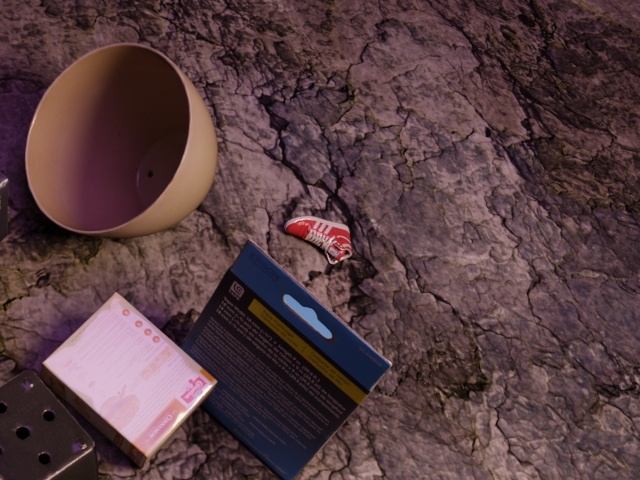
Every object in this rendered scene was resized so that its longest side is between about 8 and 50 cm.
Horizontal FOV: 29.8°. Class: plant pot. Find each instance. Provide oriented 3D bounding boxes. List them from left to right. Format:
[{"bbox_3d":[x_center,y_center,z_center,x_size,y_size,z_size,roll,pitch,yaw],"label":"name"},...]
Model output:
[{"bbox_3d":[-0.372,0.267,1.431,0.187,0.167,0.188,47,45,11],"label":"plant pot"},{"bbox_3d":[-0.261,-0.123,1.770,0.191,0.284,0.284,29,31,-59],"label":"plant pot"}]

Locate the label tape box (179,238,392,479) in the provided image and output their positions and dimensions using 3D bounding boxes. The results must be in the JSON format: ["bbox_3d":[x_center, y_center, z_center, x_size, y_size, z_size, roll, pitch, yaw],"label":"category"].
[{"bbox_3d":[-0.041,0.144,1.601,0.240,0.333,0.106,41,46,5],"label":"label tape box"}]

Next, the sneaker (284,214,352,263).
[{"bbox_3d":[0.000,0.000,1.945,0.118,0.042,0.067,8,48,-27],"label":"sneaker"}]

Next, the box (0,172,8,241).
[{"bbox_3d":[-0.617,-0.043,1.479,0.343,0.179,0.312,40,63,4],"label":"box"}]

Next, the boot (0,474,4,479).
[{"bbox_3d":[-0.442,0.313,1.323,0.118,0.222,0.338,-16,65,-47],"label":"boot"}]

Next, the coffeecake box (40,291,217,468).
[{"bbox_3d":[-0.256,0.186,1.607,0.185,0.068,0.142,41,62,5],"label":"coffeecake box"}]
